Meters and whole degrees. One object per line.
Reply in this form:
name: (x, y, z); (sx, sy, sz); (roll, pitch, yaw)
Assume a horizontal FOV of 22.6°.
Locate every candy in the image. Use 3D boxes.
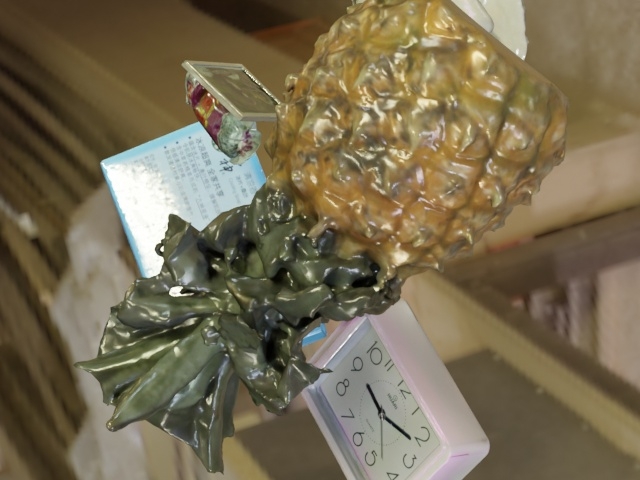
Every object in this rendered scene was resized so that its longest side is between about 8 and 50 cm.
candy: (-0.080, -0.102, 1.336); (0.045, 0.043, 0.175); (-67, 28, 19)

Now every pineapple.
pineapple: (0.000, -0.001, 0.737); (0.128, 0.248, 0.128); (41, -172, -7)

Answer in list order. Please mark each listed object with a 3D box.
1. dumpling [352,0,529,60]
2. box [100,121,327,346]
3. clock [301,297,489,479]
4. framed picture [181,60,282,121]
dumpling: (0.127, -0.218, 1.619); (0.142, 0.172, 0.247); (162, 92, -77)
box: (-0.100, 0.009, 1.525); (0.083, 0.142, 0.232); (71, 176, -75)
clock: (0.069, 0.178, 1.650); (0.150, 0.063, 0.197); (-51, 56, 35)
framed picture: (-0.061, -0.113, 1.207); (0.066, 0.089, 0.007); (45, 110, 16)
